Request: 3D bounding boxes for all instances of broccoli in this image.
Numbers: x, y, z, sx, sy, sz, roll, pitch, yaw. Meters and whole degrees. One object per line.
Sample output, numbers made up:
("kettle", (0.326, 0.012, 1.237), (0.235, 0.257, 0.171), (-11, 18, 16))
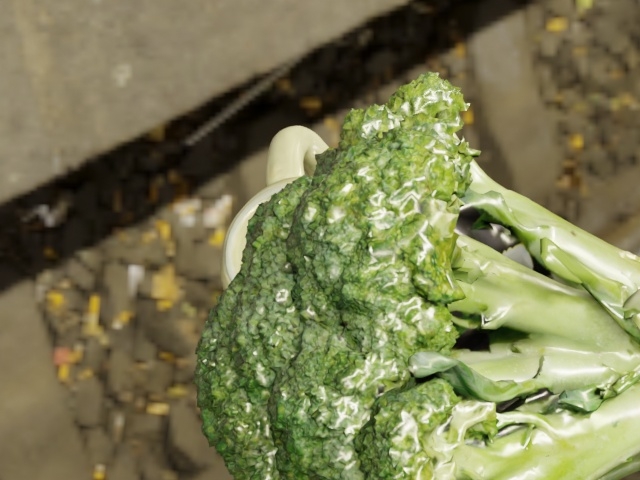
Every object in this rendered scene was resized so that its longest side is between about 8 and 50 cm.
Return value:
("broccoli", (0.074, 0.075, 1.040), (0.304, 0.283, 0.321), (-96, 180, -81))

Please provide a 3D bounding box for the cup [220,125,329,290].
("cup", (0.016, 0.002, 2.065), (0.202, 0.173, 0.255), (38, 60, -50))
